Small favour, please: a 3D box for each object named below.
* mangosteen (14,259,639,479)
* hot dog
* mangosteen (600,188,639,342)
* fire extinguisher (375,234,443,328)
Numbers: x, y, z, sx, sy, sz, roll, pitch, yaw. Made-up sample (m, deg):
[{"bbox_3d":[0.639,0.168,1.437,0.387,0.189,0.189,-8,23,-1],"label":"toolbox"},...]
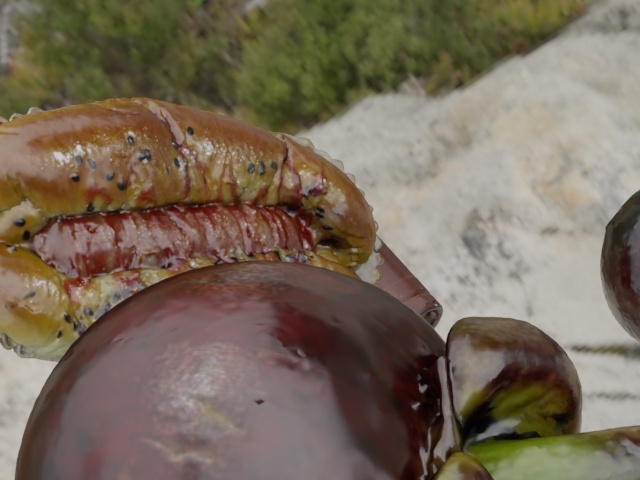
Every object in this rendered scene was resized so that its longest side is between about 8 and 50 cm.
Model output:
[{"bbox_3d":[0.012,0.109,0.646,0.258,0.215,0.215,-5,61,14],"label":"mangosteen"},{"bbox_3d":[-0.080,-0.003,0.897,0.075,0.268,0.144,-12,80,55],"label":"hot dog"},{"bbox_3d":[0.372,0.034,1.615,0.216,0.216,0.216,-13,58,22],"label":"mangosteen"},{"bbox_3d":[0.000,0.000,1.684,0.105,0.105,0.269,-42,71,1],"label":"fire extinguisher"}]
